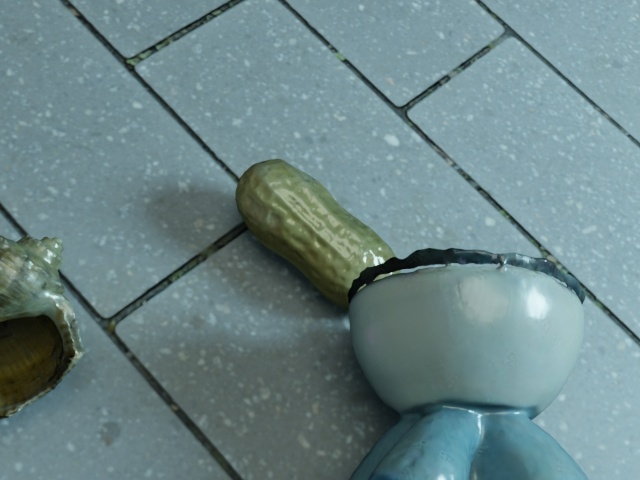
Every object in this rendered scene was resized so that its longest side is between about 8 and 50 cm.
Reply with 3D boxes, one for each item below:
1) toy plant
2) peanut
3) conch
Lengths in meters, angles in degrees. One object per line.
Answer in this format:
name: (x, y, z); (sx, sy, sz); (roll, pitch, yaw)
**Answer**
toy plant: (0.128, 0.199, 0.820); (0.247, 0.247, 0.332); (8, 66, -8)
peanut: (0.000, 0.000, 0.960); (0.214, 0.098, 0.090); (42, 70, 7)
conch: (-0.299, 0.084, 0.836); (0.155, 0.130, 0.207); (33, 75, 21)
